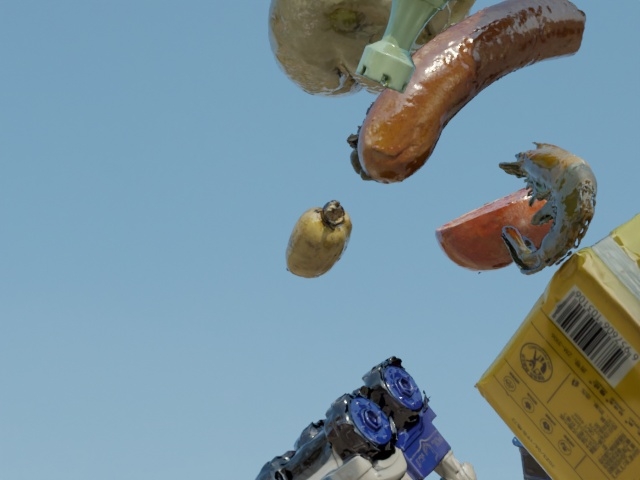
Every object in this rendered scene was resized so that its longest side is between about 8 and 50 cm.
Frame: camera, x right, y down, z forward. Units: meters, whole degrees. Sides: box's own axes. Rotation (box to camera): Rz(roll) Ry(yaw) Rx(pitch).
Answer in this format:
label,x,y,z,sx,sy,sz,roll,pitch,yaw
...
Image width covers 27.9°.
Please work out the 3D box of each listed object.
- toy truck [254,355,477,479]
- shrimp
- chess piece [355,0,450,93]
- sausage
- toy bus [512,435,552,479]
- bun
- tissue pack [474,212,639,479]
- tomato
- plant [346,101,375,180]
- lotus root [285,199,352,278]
label,x,y,z,sx,sy,sz,roll,pitch,yaw
toy truck,0.056,0.245,1.324,0.177,0.213,0.161,49,-61,5
shrimp,0.286,-0.040,1.679,0.058,0.173,0.253,19,3,-18
chess piece,0.065,-0.167,0.983,0.067,0.067,0.103,20,-81,-28
sausage,0.148,-0.169,1.317,0.076,0.302,0.103,6,-52,60
toy bus,0.463,0.351,2.235,0.138,0.288,0.175,4,-65,38
bun,0.096,-0.350,1.893,0.365,0.219,0.365,-36,-31,-26
tissue pack,0.401,0.194,1.430,0.228,0.382,0.293,-22,-28,-36
tomato,0.293,-0.018,1.993,0.237,0.095,0.237,-24,1,1
plant,0.075,-0.116,1.624,0.087,0.085,0.174,-23,-14,-11
lotus root,0.000,0.000,1.552,0.072,0.063,0.152,4,-39,-19
